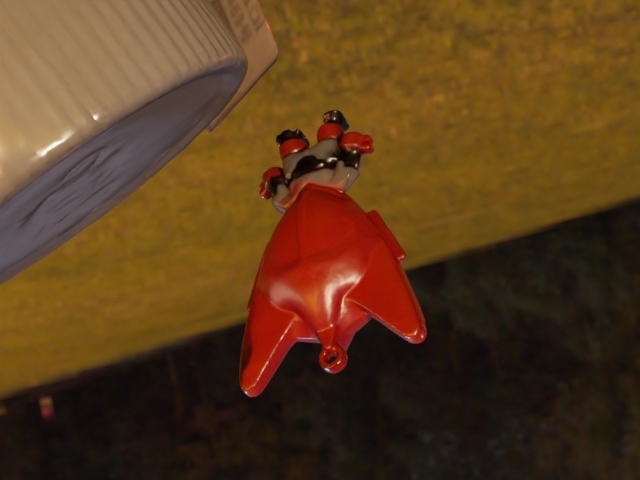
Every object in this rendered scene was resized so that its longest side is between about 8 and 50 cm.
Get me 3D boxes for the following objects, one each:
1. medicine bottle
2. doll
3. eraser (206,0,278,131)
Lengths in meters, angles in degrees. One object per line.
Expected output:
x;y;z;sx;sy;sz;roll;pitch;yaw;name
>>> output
-0.217;-0.170;0.680;0.224;0.384;0.224;-37;177;-2;medicine bottle
0.000;0.000;0.912;0.109;0.169;0.057;-19;147;19;doll
-0.146;-0.216;0.869;0.144;0.343;0.078;8;-133;37;eraser
